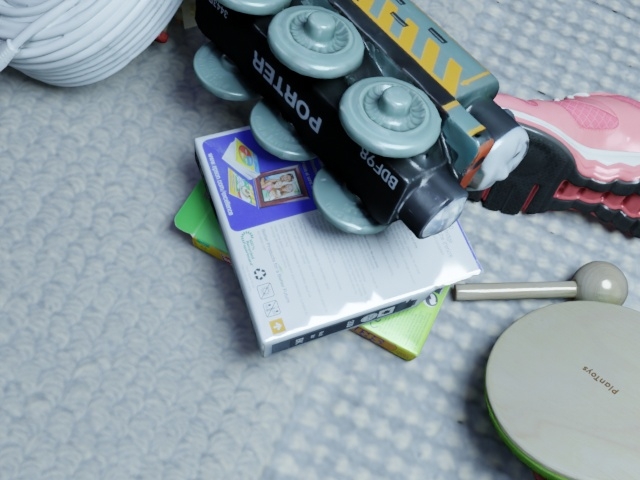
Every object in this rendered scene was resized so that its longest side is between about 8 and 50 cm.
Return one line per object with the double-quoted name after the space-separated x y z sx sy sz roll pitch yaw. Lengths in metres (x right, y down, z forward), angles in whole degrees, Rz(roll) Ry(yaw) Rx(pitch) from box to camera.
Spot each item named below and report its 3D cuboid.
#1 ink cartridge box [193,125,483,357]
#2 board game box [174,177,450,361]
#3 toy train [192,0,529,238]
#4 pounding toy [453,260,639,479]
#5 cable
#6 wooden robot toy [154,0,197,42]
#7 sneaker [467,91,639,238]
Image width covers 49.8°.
0.012 -0.024 0.631 0.208 0.045 0.207 -16 70 -13 "ink cartridge box"
0.000 0.000 0.663 0.259 0.039 0.124 29 67 2 "board game box"
0.027 -0.151 0.597 0.190 0.142 0.334 -30 67 -30 "toy train"
0.232 0.138 0.621 0.182 0.110 0.237 -11 42 0 "pounding toy"
-0.232 -0.275 0.660 0.257 0.089 0.257 -18 67 14 "cable"
-0.163 -0.246 0.726 0.173 0.079 0.076 21 100 26 "wooden robot toy"
0.257 -0.098 0.711 0.313 0.116 0.136 16 53 -4 "sneaker"
